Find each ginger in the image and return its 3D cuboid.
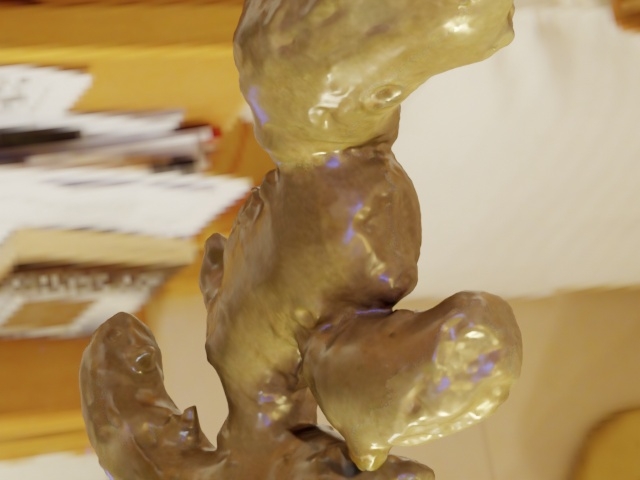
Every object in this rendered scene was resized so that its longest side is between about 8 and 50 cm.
[{"bbox_3d":[0.009,0.012,0.566,0.065,0.149,0.258,-18,149,-46],"label":"ginger"}]
